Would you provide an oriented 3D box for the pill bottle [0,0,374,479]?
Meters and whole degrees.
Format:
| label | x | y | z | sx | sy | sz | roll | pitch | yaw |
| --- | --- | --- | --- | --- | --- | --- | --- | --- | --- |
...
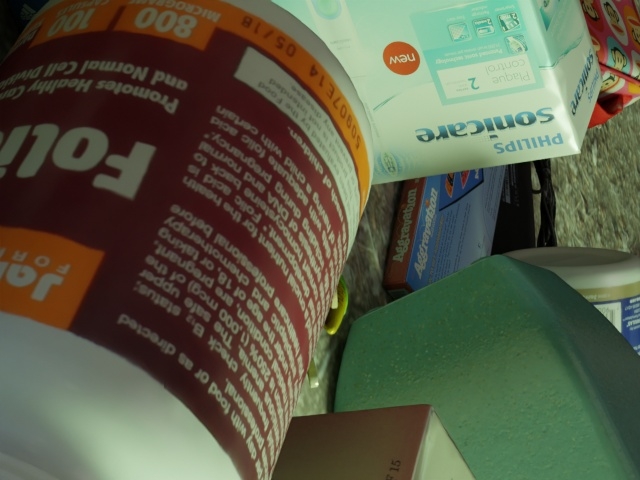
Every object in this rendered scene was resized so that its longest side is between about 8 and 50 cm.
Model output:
| label | x | y | z | sx | sy | sz | roll | pitch | yaw |
| --- | --- | --- | --- | --- | --- | --- | --- | --- | --- |
| pill bottle | -0.121 | 0.058 | 0.812 | 0.224 | 0.224 | 0.392 | 63 | 31 | -34 |

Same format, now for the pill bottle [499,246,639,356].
| label | x | y | z | sx | sy | sz | roll | pitch | yaw |
| --- | --- | --- | --- | --- | --- | --- | --- | --- | --- |
| pill bottle | 0.242 | 0.145 | 1.600 | 0.153 | 0.153 | 0.264 | -19 | 110 | -64 |

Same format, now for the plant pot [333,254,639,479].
| label | x | y | z | sx | sy | sz | roll | pitch | yaw |
| --- | --- | --- | --- | --- | --- | --- | --- | --- | --- |
| plant pot | 0.152 | 0.155 | 1.339 | 0.248 | 0.247 | 0.252 | 15 | 52 | -63 |

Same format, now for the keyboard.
| label | x | y | z | sx | sy | sz | roll | pitch | yaw |
| --- | --- | --- | --- | --- | --- | --- | --- | --- | --- |
| keyboard | 0.205 | -0.058 | 1.742 | 0.201 | 0.033 | 0.317 | 18 | 68 | -55 |

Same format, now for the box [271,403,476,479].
| label | x | y | z | sx | sy | sz | roll | pitch | yaw |
| --- | --- | --- | --- | --- | --- | --- | --- | --- | --- |
| box | -0.030 | 0.196 | 0.944 | 0.127 | 0.232 | 0.148 | 60 | 33 | -38 |

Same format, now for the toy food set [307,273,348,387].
| label | x | y | z | sx | sy | sz | roll | pitch | yaw |
| --- | --- | --- | --- | --- | --- | --- | --- | --- | --- |
| toy food set | 0.000 | 0.000 | 1.186 | 0.132 | 0.038 | 0.192 | -104 | -171 | -62 |

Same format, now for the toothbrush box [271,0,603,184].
| label | x | y | z | sx | sy | sz | roll | pitch | yaw |
| --- | --- | --- | --- | --- | --- | --- | --- | --- | --- |
| toothbrush box | 0.080 | -0.206 | 1.316 | 0.295 | 0.216 | 0.126 | 67 | 30 | -30 |

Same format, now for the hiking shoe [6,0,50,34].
| label | x | y | z | sx | sy | sz | roll | pitch | yaw |
| --- | --- | --- | --- | --- | --- | --- | --- | --- | --- |
| hiking shoe | -0.112 | -0.224 | 1.038 | 0.132 | 0.113 | 0.304 | 61 | 32 | -38 |

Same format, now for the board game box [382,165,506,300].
| label | x | y | z | sx | sy | sz | roll | pitch | yaw |
| --- | --- | --- | --- | --- | --- | --- | --- | --- | --- |
| board game box | 0.125 | -0.036 | 1.551 | 0.145 | 0.027 | 0.281 | 52 | 42 | -43 |

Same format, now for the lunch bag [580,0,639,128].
| label | x | y | z | sx | sy | sz | roll | pitch | yaw |
| --- | --- | --- | --- | --- | --- | --- | --- | --- | --- |
| lunch bag | 0.255 | -0.236 | 1.736 | 0.293 | 0.120 | 0.258 | 13 | 56 | -57 |
